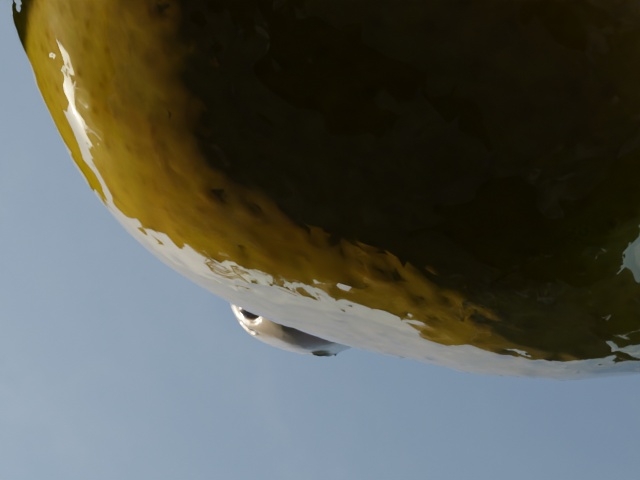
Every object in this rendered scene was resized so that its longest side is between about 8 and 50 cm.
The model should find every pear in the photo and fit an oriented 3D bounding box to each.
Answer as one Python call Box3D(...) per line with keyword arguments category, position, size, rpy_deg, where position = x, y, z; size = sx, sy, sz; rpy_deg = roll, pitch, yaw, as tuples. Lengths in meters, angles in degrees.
Box3D(category="pear", position=(0.049, -0.130, 0.716), size=(0.418, 0.362, 0.362), rpy_deg=(50, -42, 46))

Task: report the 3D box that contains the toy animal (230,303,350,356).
Box3D(category="toy animal", position=(0.000, 0.000, 1.222), size=(0.138, 0.166, 0.179), rpy_deg=(18, -51, -18))
